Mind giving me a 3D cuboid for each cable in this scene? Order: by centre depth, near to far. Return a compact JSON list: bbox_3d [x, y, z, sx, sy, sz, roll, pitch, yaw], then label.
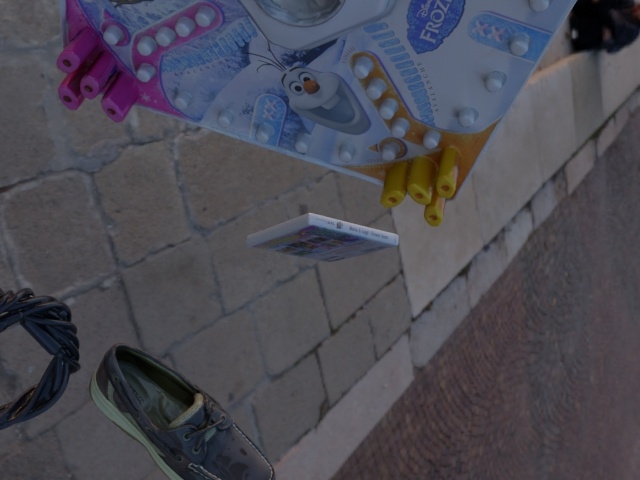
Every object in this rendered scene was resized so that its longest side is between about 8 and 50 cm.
[{"bbox_3d":[-0.295,0.113,0.631,0.184,0.047,0.151,21,92,-66],"label":"cable"}]

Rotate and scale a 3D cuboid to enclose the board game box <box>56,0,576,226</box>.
[{"bbox_3d":[-0.018,-0.191,0.494,0.390,0.389,0.050,111,-4,-53],"label":"board game box"}]

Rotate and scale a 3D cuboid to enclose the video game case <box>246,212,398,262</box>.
[{"bbox_3d":[0.000,0.000,0.908,0.143,0.157,0.019,13,73,-33],"label":"video game case"}]

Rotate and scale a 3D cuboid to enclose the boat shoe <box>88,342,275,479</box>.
[{"bbox_3d":[-0.137,0.186,0.686,0.080,0.223,0.073,-48,171,-43],"label":"boat shoe"}]
